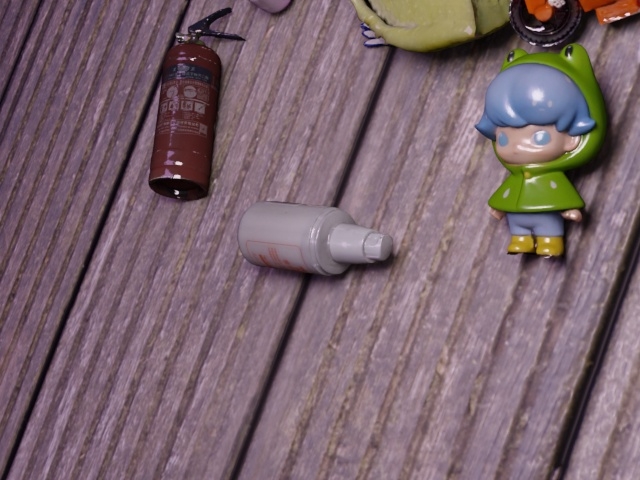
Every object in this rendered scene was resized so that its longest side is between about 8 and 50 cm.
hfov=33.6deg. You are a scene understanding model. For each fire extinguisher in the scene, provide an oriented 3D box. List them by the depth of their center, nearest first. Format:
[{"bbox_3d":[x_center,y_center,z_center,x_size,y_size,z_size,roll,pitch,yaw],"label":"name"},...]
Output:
[{"bbox_3d":[-0.206,-0.245,1.801,0.138,0.102,0.344,3,71,7],"label":"fire extinguisher"}]

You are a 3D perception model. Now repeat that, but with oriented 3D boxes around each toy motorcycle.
[{"bbox_3d":[0.368,-0.386,1.310,0.326,0.148,0.221,-17,102,25],"label":"toy motorcycle"}]

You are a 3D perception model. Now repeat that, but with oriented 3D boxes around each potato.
[{"bbox_3d":[0.170,-0.437,1.495,0.280,0.213,0.330,1,104,50],"label":"potato"}]

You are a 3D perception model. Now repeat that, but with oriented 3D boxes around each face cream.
[{"bbox_3d":[0.000,0.000,1.521,0.252,0.101,0.101,7,78,41],"label":"face cream"}]

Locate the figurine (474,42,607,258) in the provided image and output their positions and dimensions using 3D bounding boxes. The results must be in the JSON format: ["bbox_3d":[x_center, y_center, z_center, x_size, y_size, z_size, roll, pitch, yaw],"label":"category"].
[{"bbox_3d":[0.273,-0.111,1.320,0.162,0.143,0.263,3,92,47],"label":"figurine"}]

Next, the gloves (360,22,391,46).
[{"bbox_3d":[0.097,-0.326,1.618,0.086,0.026,0.064,7,77,46],"label":"gloves"}]

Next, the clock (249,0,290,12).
[{"bbox_3d":[-0.081,-0.560,1.800,0.295,0.113,0.322,-44,52,18],"label":"clock"}]
